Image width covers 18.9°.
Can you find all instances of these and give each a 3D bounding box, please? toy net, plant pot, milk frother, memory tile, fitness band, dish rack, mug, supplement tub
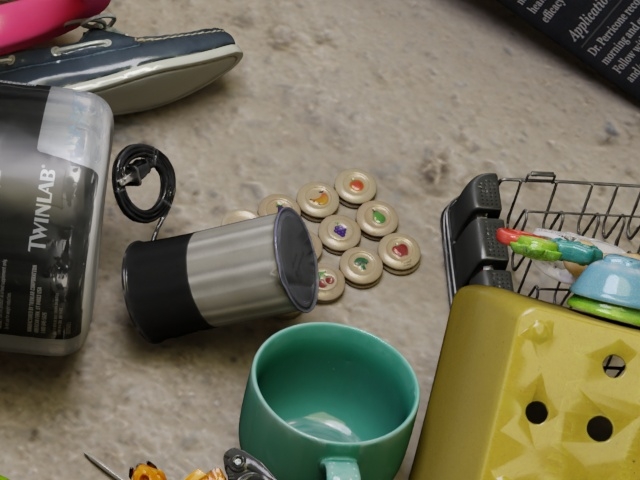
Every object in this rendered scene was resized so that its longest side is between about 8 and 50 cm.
[{"bbox_3d":[0.183,0.020,1.446,0.122,0.232,0.045,12,95,-2],"label":"toy net"},{"bbox_3d":[0.187,0.144,1.394,0.212,0.187,0.212,15,80,0],"label":"plant pot"},{"bbox_3d":[-0.085,-0.008,1.501,0.135,0.143,0.129,-13,32,19],"label":"milk frother"},{"bbox_3d":[0.000,0.000,1.607,0.148,0.012,0.113,-21,62,-21],"label":"memory tile"},{"bbox_3d":[-0.296,-0.187,1.541,0.291,0.209,0.054,-9,79,-56],"label":"fitness band"},{"bbox_3d":[0.245,0.039,1.589,0.272,0.074,0.208,2,57,-10],"label":"dish rack"},{"bbox_3d":[-0.003,0.147,1.442,0.129,0.097,0.158,26,41,15],"label":"mug"},{"bbox_3d":[-0.333,-0.029,1.454,0.338,0.207,0.207,7,56,-5],"label":"supplement tub"}]

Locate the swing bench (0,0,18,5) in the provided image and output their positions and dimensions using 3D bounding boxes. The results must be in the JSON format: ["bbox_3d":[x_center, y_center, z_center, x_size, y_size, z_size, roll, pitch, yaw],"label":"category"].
[{"bbox_3d":[-0.317,-0.372,1.657,0.255,0.253,0.165,42,60,18],"label":"swing bench"}]

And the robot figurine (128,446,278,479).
[{"bbox_3d":[-0.082,0.289,1.341,0.211,0.085,0.291,-20,61,-2],"label":"robot figurine"}]

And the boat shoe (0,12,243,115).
[{"bbox_3d":[-0.193,-0.143,1.626,0.255,0.095,0.079,-19,72,-10],"label":"boat shoe"}]

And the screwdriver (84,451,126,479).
[{"bbox_3d":[-0.112,0.205,1.447,0.170,0.024,0.025,39,88,19],"label":"screwdriver"}]

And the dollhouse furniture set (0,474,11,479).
[{"bbox_3d":[-0.376,0.219,1.368,0.301,0.151,0.197,22,33,26],"label":"dollhouse furniture set"}]

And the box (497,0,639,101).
[{"bbox_3d":[0.304,-0.438,1.732,0.472,0.297,0.480,36,57,-2],"label":"box"}]
